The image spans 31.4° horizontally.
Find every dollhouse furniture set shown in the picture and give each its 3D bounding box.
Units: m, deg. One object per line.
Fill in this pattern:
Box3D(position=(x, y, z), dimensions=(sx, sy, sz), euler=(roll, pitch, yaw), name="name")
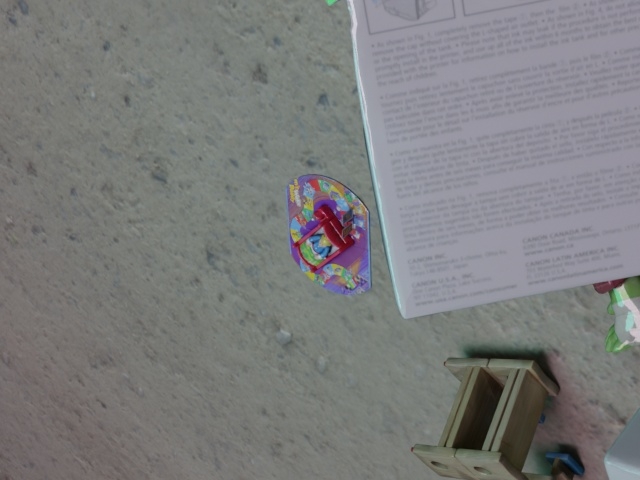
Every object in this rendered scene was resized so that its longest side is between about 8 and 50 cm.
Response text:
Box3D(position=(0.223, 0.242, 1.346), dimensions=(0.129, 0.129, 0.183), euler=(-3, 143, 44), name="dollhouse furniture set")

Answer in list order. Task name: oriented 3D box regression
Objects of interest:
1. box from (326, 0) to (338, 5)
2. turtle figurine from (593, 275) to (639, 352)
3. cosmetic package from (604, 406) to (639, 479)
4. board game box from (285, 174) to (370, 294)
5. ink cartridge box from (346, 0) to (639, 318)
Box3D(position=(0.117, -0.344, 0.962), dimensions=(0.262, 0.231, 0.127), euler=(-28, 96, 48), name="box")
Box3D(position=(0.220, -0.022, 1.106), dimensions=(0.266, 0.274, 0.198), euler=(60, 173, -11), name="turtle figurine")
Box3D(position=(0.469, 0.259, 0.873), dimensions=(0.453, 0.161, 0.230), euler=(11, 131, 41), name="cosmetic package")
Box3D(position=(0.000, 0.000, 1.439), dimensions=(0.133, 0.033, 0.169), euler=(20, 127, 33), name="board game box")
Box3D(position=(0.178, -0.145, 0.886), dimensions=(0.308, 0.091, 0.385), euler=(-11, 114, 3), name="ink cartridge box")
